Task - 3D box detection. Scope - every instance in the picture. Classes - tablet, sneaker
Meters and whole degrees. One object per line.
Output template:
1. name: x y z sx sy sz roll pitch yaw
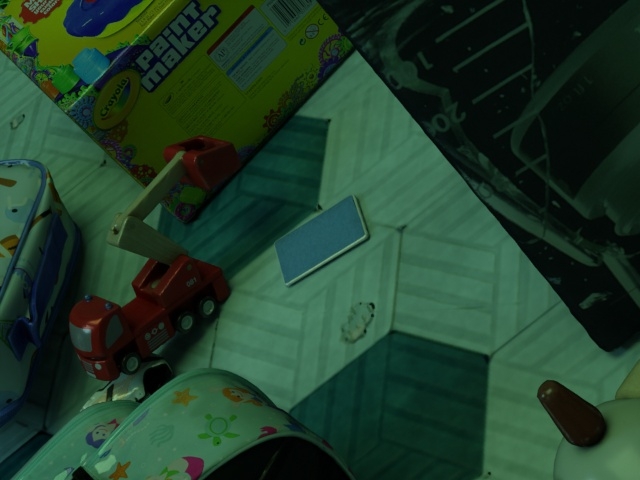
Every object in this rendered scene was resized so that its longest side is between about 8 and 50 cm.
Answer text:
1. tablet: 0.000 0.000 1.437 0.083 0.006 0.054 -32 43 15
2. sneaker: -0.164 0.136 1.432 0.043 0.040 0.109 15 68 42

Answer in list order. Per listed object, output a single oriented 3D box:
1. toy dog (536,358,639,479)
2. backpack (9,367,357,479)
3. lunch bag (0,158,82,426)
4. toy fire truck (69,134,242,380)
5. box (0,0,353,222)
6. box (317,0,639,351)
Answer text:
1. toy dog: 0.243 0.157 1.002 0.333 0.161 0.220 -1 58 38
2. backpack: -0.100 0.215 1.183 0.253 0.225 0.191 -45 46 -6
3. lunch bag: -0.341 0.058 1.529 0.243 0.115 0.303 -7 39 14
4. toy fire truck: -0.136 0.013 1.427 0.192 0.135 0.047 -37 34 -30
5. box: -0.136 -0.221 1.597 0.290 0.177 0.279 -47 41 -3
6. box: 0.219 -0.265 1.128 0.480 0.472 0.297 -38 43 7
